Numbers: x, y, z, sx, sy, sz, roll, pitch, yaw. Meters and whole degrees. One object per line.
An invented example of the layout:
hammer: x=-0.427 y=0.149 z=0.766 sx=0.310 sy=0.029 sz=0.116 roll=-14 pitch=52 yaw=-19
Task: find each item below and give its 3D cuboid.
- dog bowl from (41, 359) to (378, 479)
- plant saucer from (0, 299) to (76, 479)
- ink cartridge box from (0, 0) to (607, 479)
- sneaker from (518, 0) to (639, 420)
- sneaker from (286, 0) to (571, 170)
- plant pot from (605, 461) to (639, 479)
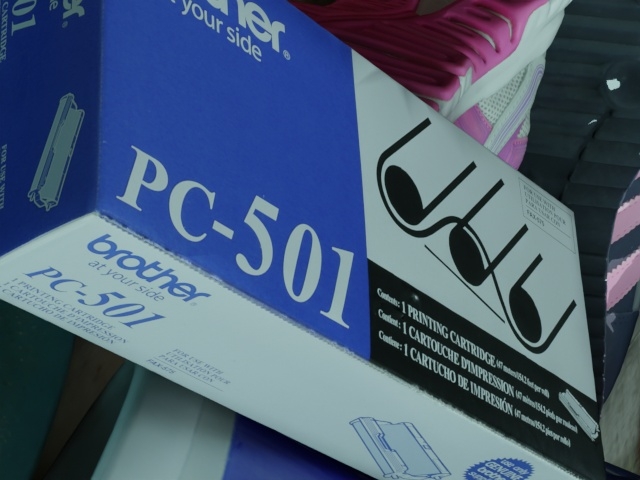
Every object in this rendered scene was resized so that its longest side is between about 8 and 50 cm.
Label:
dog bowl: x=-0.071 y=0.168 z=0.506 sx=0.265 sy=0.104 sz=0.265 roll=-58 pitch=-173 yaw=12
plant saucer: x=-0.173 y=0.051 z=0.424 sx=0.317 sy=0.043 sz=0.317 roll=-44 pitch=148 yaw=-38
ink cartridge box: x=0.000 y=0.000 z=0.473 sx=0.207 sy=0.046 sz=0.097 roll=31 pitch=46 yaw=-43
sneaker: x=0.119 y=-0.054 z=0.844 sx=0.131 sy=0.112 sz=0.319 roll=-56 pitch=161 yaw=-59
sneaker: x=0.014 y=-0.029 z=0.640 sx=0.252 sy=0.103 sz=0.111 roll=-33 pitch=138 yaw=-47
plant pot: x=0.104 y=0.203 z=0.644 sx=0.236 sy=0.236 sz=0.212 roll=-63 pitch=149 yaw=-4
